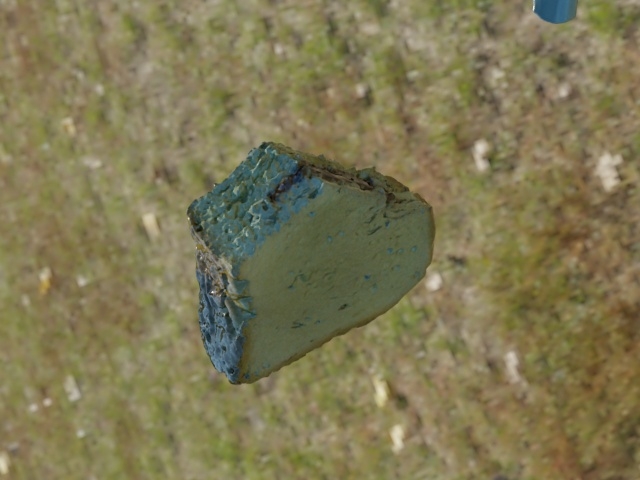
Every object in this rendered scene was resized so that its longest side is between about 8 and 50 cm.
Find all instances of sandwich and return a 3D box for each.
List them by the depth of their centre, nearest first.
[{"bbox_3d":[0.000,0.000,0.599,0.036,0.105,0.093,46,146,36],"label":"sandwich"}]

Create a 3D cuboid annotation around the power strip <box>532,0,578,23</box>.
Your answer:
[{"bbox_3d":[0.224,-0.280,1.381,0.216,0.044,0.137,79,-162,-79],"label":"power strip"}]
